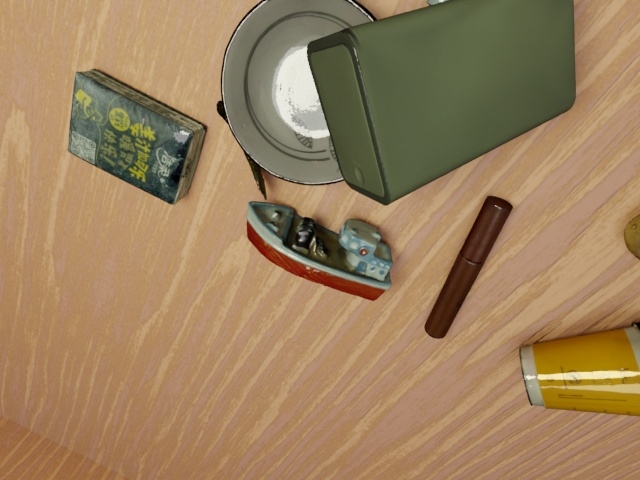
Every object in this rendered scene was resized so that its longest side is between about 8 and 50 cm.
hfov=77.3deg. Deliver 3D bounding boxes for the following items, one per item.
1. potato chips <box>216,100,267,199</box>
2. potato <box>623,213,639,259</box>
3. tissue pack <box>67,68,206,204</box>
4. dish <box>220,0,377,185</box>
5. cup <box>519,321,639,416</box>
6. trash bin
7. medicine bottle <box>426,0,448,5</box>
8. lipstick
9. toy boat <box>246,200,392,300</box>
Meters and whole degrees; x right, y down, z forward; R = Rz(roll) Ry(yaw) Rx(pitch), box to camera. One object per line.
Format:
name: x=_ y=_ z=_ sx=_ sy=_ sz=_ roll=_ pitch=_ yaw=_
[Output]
potato chips: x=-0.146 y=-0.171 z=0.789 sx=0.026 sy=0.142 sz=0.209 roll=-25 pitch=137 yaw=-2
potato: x=0.645 y=0.006 z=0.735 sx=0.170 sy=0.080 sz=0.107 roll=21 pitch=121 yaw=-5
tissue pack: x=-0.391 y=-0.212 z=0.844 sx=0.257 sy=0.081 sz=0.185 roll=27 pitch=122 yaw=-3
dish: x=-0.013 y=-0.262 z=0.712 sx=0.316 sy=0.106 sz=0.316 roll=3 pitch=114 yaw=8
cup: x=0.588 y=0.282 z=0.853 sx=0.279 sy=0.196 sz=0.196 roll=-14 pitch=115 yaw=29
trash bin: x=0.186 y=-0.224 z=0.578 sx=0.343 sy=0.158 sz=0.223 roll=-23 pitch=115 yaw=-11
medicine bottle: x=0.229 y=-0.441 z=0.593 sx=0.051 sy=0.051 sz=0.191 roll=28 pitch=122 yaw=-4
lipstick: x=0.308 y=0.073 z=0.863 sx=0.057 sy=0.057 sz=0.357 roll=16 pitch=121 yaw=4
toy boat: x=0.000 y=0.000 z=0.837 sx=0.332 sy=0.145 sz=0.133 roll=21 pitch=121 yaw=-7
